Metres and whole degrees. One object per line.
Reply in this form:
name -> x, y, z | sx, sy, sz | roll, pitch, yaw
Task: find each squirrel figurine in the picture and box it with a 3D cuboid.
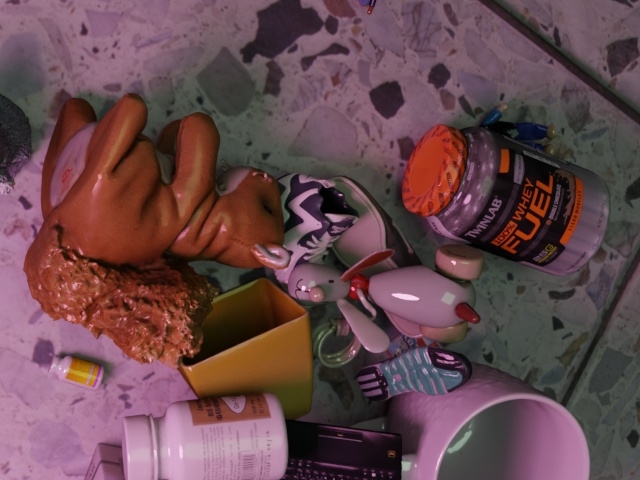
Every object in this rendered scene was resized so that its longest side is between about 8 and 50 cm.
squirrel figurine -> -0.240, -0.002, 1.439 | 0.370, 0.281, 0.397 | 23, 76, -34

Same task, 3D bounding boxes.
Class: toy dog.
toy dog -> 0.129, 0.102, 1.510 | 0.333, 0.161, 0.220 | -17, 109, -7

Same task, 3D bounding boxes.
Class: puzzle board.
puzzle board -> 0.189, 0.221, 1.729 | 0.096, 0.011, 0.128 | -37, 104, -14

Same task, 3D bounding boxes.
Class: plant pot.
plant pot -> -0.125, 0.209, 1.522 | 0.212, 0.212, 0.187 | -23, 112, -17

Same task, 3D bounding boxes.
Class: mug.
mug -> 0.209, 0.347, 1.571 | 0.373, 0.328, 0.276 | -3, 100, -16

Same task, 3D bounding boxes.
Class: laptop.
laptop -> -0.003, 0.427, 1.405 | 0.234, 0.136, 0.265 | 4, 106, 15

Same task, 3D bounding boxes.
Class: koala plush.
koala plush -> -0.516, -0.141, 1.340 | 0.203, 0.221, 0.196 | -32, 103, -15

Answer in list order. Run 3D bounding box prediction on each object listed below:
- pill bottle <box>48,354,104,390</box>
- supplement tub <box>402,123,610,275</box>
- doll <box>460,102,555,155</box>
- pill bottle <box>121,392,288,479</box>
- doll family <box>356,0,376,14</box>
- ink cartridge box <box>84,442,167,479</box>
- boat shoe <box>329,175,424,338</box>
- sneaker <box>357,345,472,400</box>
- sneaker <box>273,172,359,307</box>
pill bottle -> -0.398, 0.213, 1.500 | 0.083, 0.043, 0.043 | 22, 86, -20
supplement tub -> 0.331, -0.077, 1.657 | 0.337, 0.207, 0.207 | 18, 87, -20
doll -> 0.346, -0.194, 1.739 | 0.188, 0.046, 0.129 | -1, 103, -13
pill bottle -> -0.172, 0.298, 1.353 | 0.229, 0.131, 0.131 | -3, 94, -16
doll family -> 0.108, -0.487, 1.601 | 0.075, 0.111, 0.193 | -1, 94, -20
ink cartridge box -> -0.318, 0.456, 1.419 | 0.117, 0.283, 0.207 | 20, 86, -16
boat shoe -> 0.106, 0.024, 1.656 | 0.112, 0.095, 0.335 | -29, 101, 21
sneaker -> 0.167, 0.206, 1.523 | 0.098, 0.223, 0.083 | -24, 96, -48
sneaker -> 0.000, 0.000, 1.561 | 0.094, 0.153, 0.235 | -6, 93, -47
